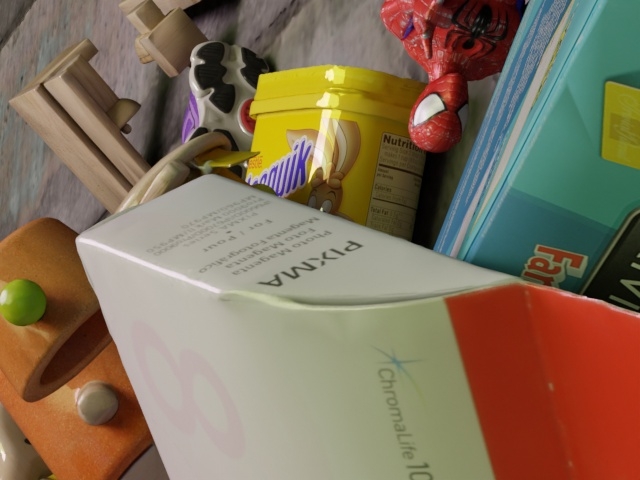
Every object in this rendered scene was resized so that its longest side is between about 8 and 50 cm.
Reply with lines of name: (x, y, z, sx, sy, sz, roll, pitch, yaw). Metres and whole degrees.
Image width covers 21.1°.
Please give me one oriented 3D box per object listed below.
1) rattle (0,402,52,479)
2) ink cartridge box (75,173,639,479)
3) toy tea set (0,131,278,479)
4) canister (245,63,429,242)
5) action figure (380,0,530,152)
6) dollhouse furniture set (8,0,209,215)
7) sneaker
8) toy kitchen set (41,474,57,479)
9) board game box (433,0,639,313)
rattle: (-0.145, 0.114, 0.995, 0.130, 0.200, 0.143, -46, 0, -31)
ink cartridge box: (0.034, 0.090, 0.459, 0.232, 0.066, 0.189, 25, 137, 57)
toy tea set: (-0.119, 0.085, 0.768, 0.124, 0.336, 0.200, 43, 124, 10)
canister: (0.000, 0.000, 0.907, 0.126, 0.073, 0.170, 2, 81, 64)
action figure: (0.099, -0.168, 0.762, 0.139, 0.091, 0.280, -130, 57, -74)
dollhouse furniture set: (-0.105, -0.111, 1.218, 0.151, 0.123, 0.144, -47, 17, -23)
sneaker: (-0.058, -0.046, 1.075, 0.071, 0.068, 0.170, 111, 166, -48)
toy kitchen set: (-0.133, 0.105, 1.112, 0.207, 0.122, 0.166, -179, 102, -84)
board game box: (0.109, -0.069, 0.511, 0.336, 0.079, 0.254, 110, -178, -58)
